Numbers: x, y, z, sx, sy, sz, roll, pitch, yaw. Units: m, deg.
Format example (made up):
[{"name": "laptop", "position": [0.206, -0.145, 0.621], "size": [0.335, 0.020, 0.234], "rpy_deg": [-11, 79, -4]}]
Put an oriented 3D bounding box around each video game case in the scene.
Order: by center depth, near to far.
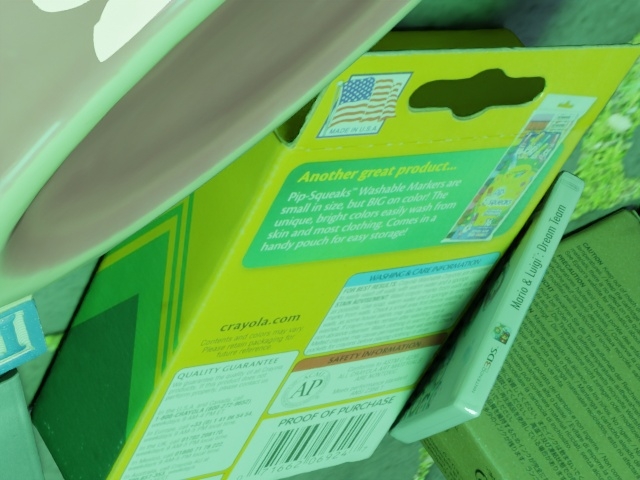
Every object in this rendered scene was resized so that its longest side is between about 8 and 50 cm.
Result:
[{"name": "video game case", "position": [0.091, 0.042, 0.919], "size": [0.143, 0.019, 0.157], "rpy_deg": [-63, -176, -16]}]

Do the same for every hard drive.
[{"name": "hard drive", "position": [-0.199, 0.119, 0.866], "size": [0.094, 0.022, 0.135], "rpy_deg": [-25, 148, -18]}]

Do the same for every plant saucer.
[{"name": "plant saucer", "position": [-0.034, -0.086, 0.468], "size": [0.332, 0.084, 0.332], "rpy_deg": [-39, 176, -3]}]

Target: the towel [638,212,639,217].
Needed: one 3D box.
[{"name": "towel", "position": [0.303, -0.013, 1.168], "size": [0.209, 0.034, 0.285], "rpy_deg": [-19, 146, -24]}]

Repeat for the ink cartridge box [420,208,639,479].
[{"name": "ink cartridge box", "position": [0.180, 0.119, 1.031], "size": [0.193, 0.234, 0.088], "rpy_deg": [-23, 148, -19]}]

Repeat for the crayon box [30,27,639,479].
[{"name": "crayon box", "position": [0.000, 0.000, 0.837], "size": [0.203, 0.083, 0.323], "rpy_deg": [-7, 140, -40]}]

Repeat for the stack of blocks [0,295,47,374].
[{"name": "stack of blocks", "position": [-0.267, 0.032, 0.613], "size": [0.297, 0.087, 0.171], "rpy_deg": [-26, 148, -16]}]
